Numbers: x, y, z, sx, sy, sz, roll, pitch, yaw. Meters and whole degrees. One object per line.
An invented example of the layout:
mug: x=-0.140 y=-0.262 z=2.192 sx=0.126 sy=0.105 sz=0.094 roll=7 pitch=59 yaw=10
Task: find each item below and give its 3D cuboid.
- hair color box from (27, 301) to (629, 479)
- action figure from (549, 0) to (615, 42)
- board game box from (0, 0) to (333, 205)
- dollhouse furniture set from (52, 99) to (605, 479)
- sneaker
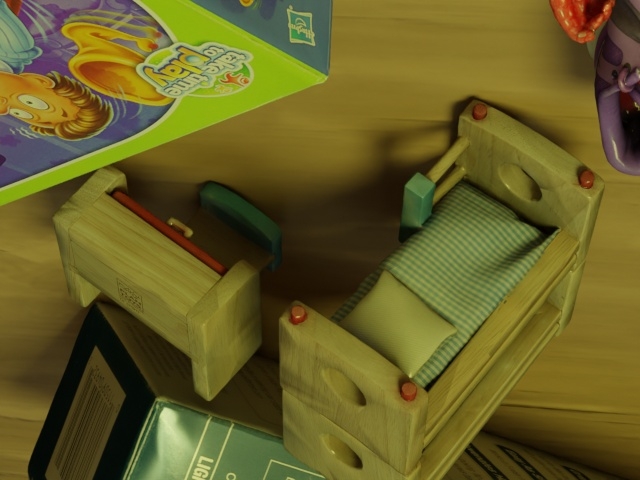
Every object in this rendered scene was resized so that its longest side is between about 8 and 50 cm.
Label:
hair color box: x=0.041 y=0.149 z=0.978 sx=0.347 sy=0.105 sz=0.174 roll=20 pitch=-173 yaw=-19
action figure: x=0.118 y=-0.089 z=0.516 sx=0.280 sy=0.139 sz=0.091 roll=22 pitch=164 yaw=-37
board game box: x=-0.199 y=-0.085 z=0.698 sx=0.347 sy=0.078 sz=0.233 roll=-18 pitch=150 yaw=40
dollhouse furniture set: x=0.000 y=0.000 z=0.818 sx=0.183 sy=0.129 sz=0.129 roll=34 pitch=156 yaw=17
sneaker: x=0.125 y=-0.078 z=0.654 sx=0.068 sy=0.071 sz=0.170 roll=7 pitch=151 yaw=5
